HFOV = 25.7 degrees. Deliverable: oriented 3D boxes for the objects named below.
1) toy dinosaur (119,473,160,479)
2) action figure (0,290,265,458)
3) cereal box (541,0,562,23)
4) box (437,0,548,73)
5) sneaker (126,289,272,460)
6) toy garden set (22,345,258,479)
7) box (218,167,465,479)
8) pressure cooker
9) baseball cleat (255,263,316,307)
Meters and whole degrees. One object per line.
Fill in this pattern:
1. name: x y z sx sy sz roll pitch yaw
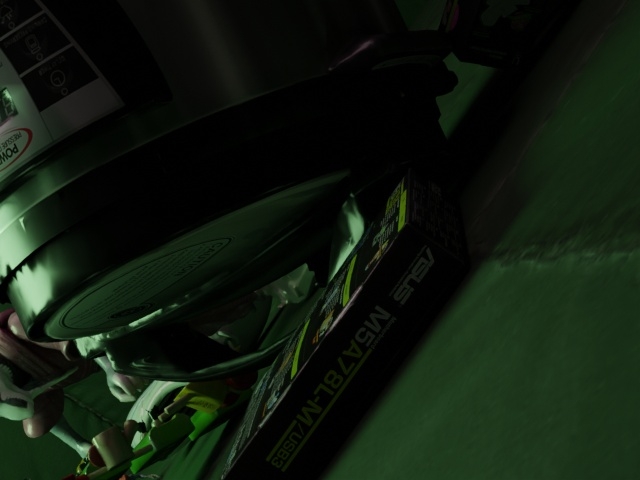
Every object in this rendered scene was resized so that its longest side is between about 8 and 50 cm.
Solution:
1. toy dinosaur: -0.245 0.309 1.747 0.082 0.090 0.047 65 -145 -58
2. action figure: -0.245 0.078 1.449 0.370 0.276 0.248 -23 -18 -43
3. cereal box: 0.181 -0.279 1.098 0.173 0.047 0.240 130 156 -59
4. box: 0.124 -0.169 0.989 0.062 0.052 0.083 -115 38 -60
5. sneaker: -0.130 0.148 1.630 0.258 0.094 0.091 -59 24 0
6. toy garden set: -0.172 0.177 1.271 0.244 0.049 0.204 -27 -10 -26
7. box: 0.016 0.054 0.829 0.184 0.045 0.191 -53 4 11
8. pressure cooker: -0.103 -0.108 1.050 0.375 0.420 0.370 -23 -7 -8
9. baseball cleat: 0.000 0.000 1.409 0.109 0.072 0.206 -40 -2 -27
